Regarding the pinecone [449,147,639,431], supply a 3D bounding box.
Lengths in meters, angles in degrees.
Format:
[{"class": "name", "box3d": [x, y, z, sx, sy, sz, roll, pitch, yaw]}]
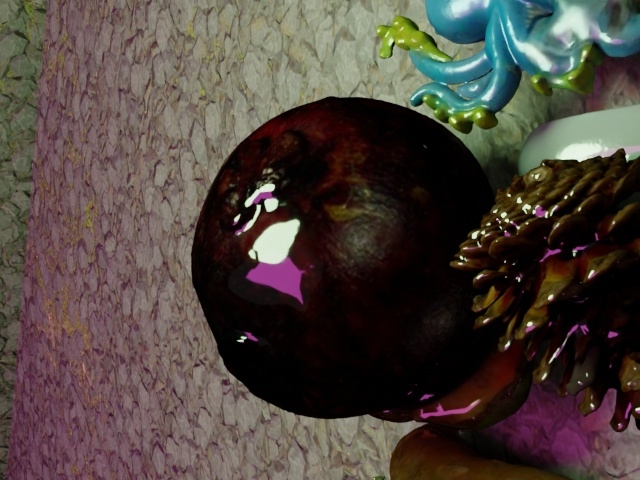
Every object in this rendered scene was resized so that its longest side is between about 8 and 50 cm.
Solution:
[{"class": "pinecone", "box3d": [0.275, 0.055, 1.086, 0.292, 0.246, 0.246, 53, 146, 0]}]

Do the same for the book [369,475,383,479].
[{"class": "book", "box3d": [0.091, 0.486, 1.696, 0.160, 0.024, 0.228, -53, 49, 46]}]

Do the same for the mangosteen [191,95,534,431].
[{"class": "mangosteen", "box3d": [0.046, 0.048, 1.310, 0.381, 0.381, 0.421, 0, 123, 60]}]

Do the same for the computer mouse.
[{"class": "computer mouse", "box3d": [0.293, -0.073, 1.211, 0.231, 0.079, 0.128, -12, 87, 56]}]

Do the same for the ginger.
[{"class": "ginger", "box3d": [0.189, 0.326, 1.367, 0.321, 0.172, 0.165, 17, 149, 56]}]

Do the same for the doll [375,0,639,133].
[{"class": "doll", "box3d": [0.232, -0.268, 1.233, 0.341, 0.099, 0.346, 41, 104, 44]}]
